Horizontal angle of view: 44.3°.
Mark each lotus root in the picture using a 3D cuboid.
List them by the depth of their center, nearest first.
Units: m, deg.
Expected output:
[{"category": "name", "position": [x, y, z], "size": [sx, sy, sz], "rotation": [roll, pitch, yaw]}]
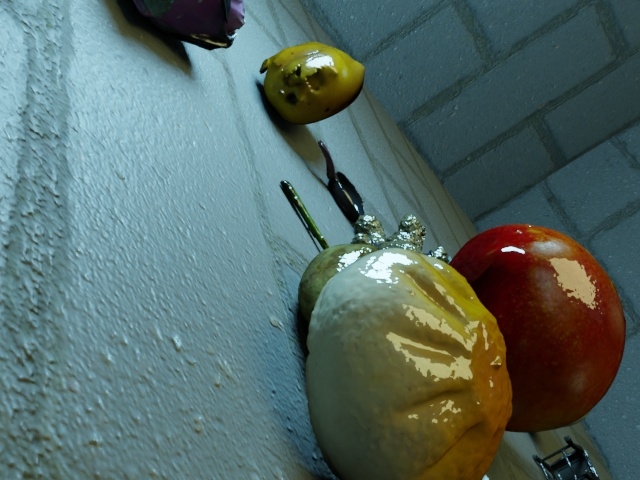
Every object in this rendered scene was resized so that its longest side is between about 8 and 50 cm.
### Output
[{"category": "lotus root", "position": [0.035, 0.072, 1.024], "size": [0.138, 0.138, 0.214], "rotation": [58, 27, 4]}]

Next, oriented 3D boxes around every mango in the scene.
[{"category": "mango", "position": [-0.015, -0.320, 1.575], "size": [0.287, 0.201, 0.152], "rotation": [-49, 126, -64]}]

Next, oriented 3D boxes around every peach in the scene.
[{"category": "peach", "position": [0.373, 0.150, 1.451], "size": [0.388, 0.388, 0.388], "rotation": [52, 15, -20]}]

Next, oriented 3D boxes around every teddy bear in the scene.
[{"category": "teddy bear", "position": [0.148, 0.030, 1.479], "size": [0.251, 0.182, 0.129], "rotation": [-85, 172, -75]}]

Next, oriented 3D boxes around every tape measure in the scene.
[{"category": "tape measure", "position": [-0.211, -0.406, 1.180], "size": [0.245, 0.149, 0.231], "rotation": [60, 16, 12]}]

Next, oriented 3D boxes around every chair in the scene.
[{"category": "chair", "position": [0.606, 0.571, 1.861], "size": [0.229, 0.113, 0.106], "rotation": [41, 23, -37]}]

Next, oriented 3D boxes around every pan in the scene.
[{"category": "pan", "position": [0.034, -0.117, 1.577], "size": [0.212, 0.040, 0.114], "rotation": [54, 14, -41]}]

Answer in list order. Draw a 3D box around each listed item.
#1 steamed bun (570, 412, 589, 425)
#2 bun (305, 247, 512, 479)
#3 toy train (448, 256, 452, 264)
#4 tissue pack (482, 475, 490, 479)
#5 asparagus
[{"category": "steamed bun", "position": [0.572, 0.361, 2.044], "size": [0.283, 0.177, 0.283], "rotation": [45, 21, -22]}, {"category": "bun", "position": [0.123, 0.147, 0.870], "size": [0.299, 0.165, 0.298], "rotation": [24, 61, -54]}, {"category": "toy train", "position": [0.406, 0.154, 2.137], "size": [0.409, 0.089, 0.086], "rotation": [39, 18, -49]}, {"category": "tissue pack", "position": [0.289, 0.454, 1.224], "size": [0.122, 0.026, 0.193], "rotation": [53, 15, -14]}, {"category": "asparagus", "position": [0.000, 0.000, 1.266], "size": [0.022, 0.023, 0.232], "rotation": [-25, 78, -30]}]
